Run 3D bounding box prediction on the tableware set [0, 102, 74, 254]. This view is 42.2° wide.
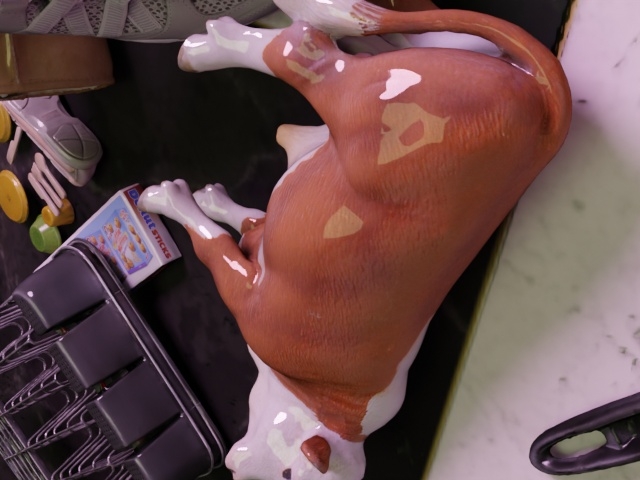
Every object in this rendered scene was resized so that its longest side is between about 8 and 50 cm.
[{"bbox_3d":[-0.256,-0.065,0.705,0.154,0.024,0.104,51,135,14],"label":"tableware set"}]

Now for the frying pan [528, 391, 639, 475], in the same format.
[{"bbox_3d":[0.203,0.021,0.309,0.326,0.053,0.197,-6,101,40],"label":"frying pan"}]

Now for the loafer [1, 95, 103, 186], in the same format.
[{"bbox_3d":[-0.218,-0.094,0.645,0.125,0.045,0.039,48,138,14],"label":"loafer"}]

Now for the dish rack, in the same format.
[{"bbox_3d":[-0.217,0.137,0.694,0.271,0.074,0.208,-30,93,47],"label":"dish rack"}]

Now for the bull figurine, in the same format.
[{"bbox_3d":[0.000,0.000,0.435,0.188,0.101,0.310,40,127,13],"label":"bull figurine"}]

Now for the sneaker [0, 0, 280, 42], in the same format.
[{"bbox_3d":[-0.133,-0.142,0.425,0.281,0.115,0.105,-5,114,2],"label":"sneaker"}]

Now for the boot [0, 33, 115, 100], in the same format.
[{"bbox_3d":[-0.254,-0.217,0.502,0.089,0.236,0.270,8,108,56],"label":"boot"}]

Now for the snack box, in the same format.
[{"bbox_3d":[-0.177,0.021,0.661,0.178,0.022,0.064,-32,87,44],"label":"snack box"}]
